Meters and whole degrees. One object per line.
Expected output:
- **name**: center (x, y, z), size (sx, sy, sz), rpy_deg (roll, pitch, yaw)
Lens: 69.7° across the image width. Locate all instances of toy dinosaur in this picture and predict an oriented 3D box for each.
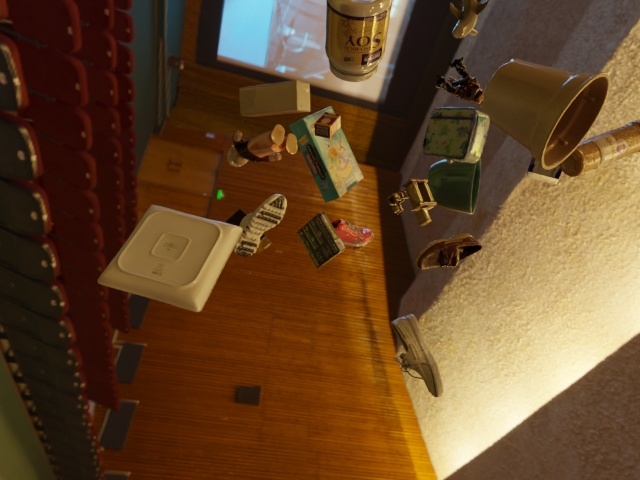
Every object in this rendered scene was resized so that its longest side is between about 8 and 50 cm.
- **toy dinosaur**: center (0.670, -0.734, 2.198), size (0.164, 0.218, 0.322), rpy_deg (-58, -157, -1)

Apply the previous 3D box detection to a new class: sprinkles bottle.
- **sprinkles bottle**: center (1.081, -0.348, 1.728), size (0.121, 0.355, 0.121), rpy_deg (159, -90, -80)

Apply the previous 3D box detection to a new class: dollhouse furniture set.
- **dollhouse furniture set**: center (0.370, -0.123, 1.806), size (0.161, 0.101, 0.182), rpy_deg (-40, -120, 50)

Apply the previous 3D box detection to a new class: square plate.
- **square plate**: center (-0.470, 0.033, 1.463), size (0.049, 0.347, 0.344), rpy_deg (94, 13, -51)

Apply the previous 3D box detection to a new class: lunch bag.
- **lunch bag**: center (0.443, -0.355, 1.522), size (0.219, 0.090, 0.176), rpy_deg (31, -70, 57)

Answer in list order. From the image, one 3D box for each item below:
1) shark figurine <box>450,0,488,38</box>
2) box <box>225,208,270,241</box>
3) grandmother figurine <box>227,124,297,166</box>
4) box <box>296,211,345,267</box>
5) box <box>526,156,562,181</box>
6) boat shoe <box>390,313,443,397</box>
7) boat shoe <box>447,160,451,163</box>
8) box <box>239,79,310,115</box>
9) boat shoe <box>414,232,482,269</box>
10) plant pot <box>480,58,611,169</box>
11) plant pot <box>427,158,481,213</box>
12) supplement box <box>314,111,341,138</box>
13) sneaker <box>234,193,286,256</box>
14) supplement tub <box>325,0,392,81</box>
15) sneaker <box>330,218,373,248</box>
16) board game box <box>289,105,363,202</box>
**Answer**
- **shark figurine**: center (0.522, -0.829, 1.584), size (0.116, 0.166, 0.279), rpy_deg (-10, -98, 55)
- **box**: center (-0.348, -0.038, 2.268), size (0.103, 0.184, 0.261), rpy_deg (-40, 173, -4)
- **grandmother figurine**: center (-0.249, -0.349, 1.753), size (0.342, 0.207, 0.104), rpy_deg (-8, -128, 48)
- **box**: center (0.000, 0.000, 1.988), size (0.191, 0.045, 0.184), rpy_deg (59, -41, 9)
- **box**: center (1.017, -0.316, 2.083), size (0.126, 0.137, 0.072), rpy_deg (10, 99, -68)
- **boat shoe**: center (0.385, 0.496, 1.946), size (0.136, 0.156, 0.367), rpy_deg (86, -14, -61)
- **boat shoe**: center (0.499, -0.347, 1.784), size (0.056, 0.048, 0.153), rpy_deg (-50, 160, 5)
- **box**: center (-0.178, -0.542, 1.768), size (0.094, 0.275, 0.113), rpy_deg (-17, 110, -58)
- **boat shoe**: center (0.611, 0.065, 2.174), size (0.123, 0.341, 0.123), rpy_deg (-134, -147, -52)
- **plant pot**: center (0.743, -0.463, 1.584), size (0.305, 0.333, 0.334), rpy_deg (42, -50, 34)
- **plant pot**: center (0.682, -0.291, 2.369), size (0.293, 0.235, 0.293), rpy_deg (7, 90, -65)
- **supplement box**: center (0.023, -0.353, 1.407), size (0.083, 0.054, 0.043), rpy_deg (-57, 154, -42)
- **sneaker**: center (-0.241, -0.075, 1.745), size (0.292, 0.110, 0.118), rpy_deg (-47, -138, 20)
- **supplement tub**: center (0.138, -0.805, 1.751), size (0.331, 0.240, 0.241), rpy_deg (91, 4, -59)
- **sneaker**: center (0.124, -0.041, 2.257), size (0.116, 0.313, 0.136), rpy_deg (-117, -151, -52)
- **board game box**: center (0.034, -0.358, 1.884), size (0.254, 0.079, 0.336), rpy_deg (-44, 112, -52)
